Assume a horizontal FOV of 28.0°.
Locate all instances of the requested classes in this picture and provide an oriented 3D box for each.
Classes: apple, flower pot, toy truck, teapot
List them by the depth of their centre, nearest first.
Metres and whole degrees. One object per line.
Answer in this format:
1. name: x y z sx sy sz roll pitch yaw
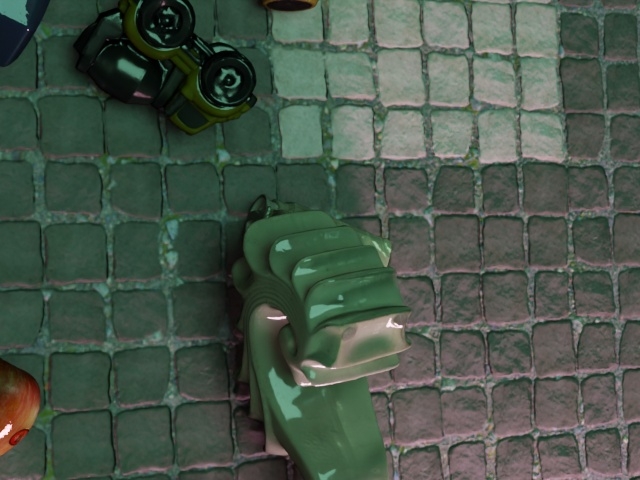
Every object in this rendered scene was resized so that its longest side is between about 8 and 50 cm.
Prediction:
1. apple: -0.417 0.195 1.537 0.146 0.146 0.131 34 78 -20
2. flower pot: -0.006 0.162 1.650 0.165 0.254 0.367 -13 123 -28
3. toy truck: -0.199 -0.226 1.685 0.165 0.147 0.224 -46 110 3
4. teapot: 0.000 0.000 1.771 0.200 0.107 0.077 21 79 -23

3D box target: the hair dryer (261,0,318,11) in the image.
1. hair dryer: 0.038 -0.389 1.837 0.279 0.090 0.135 2 85 -32

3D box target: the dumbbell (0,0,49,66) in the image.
1. dumbbell: -0.484 -0.340 1.539 0.325 0.160 0.144 25 47 -22
